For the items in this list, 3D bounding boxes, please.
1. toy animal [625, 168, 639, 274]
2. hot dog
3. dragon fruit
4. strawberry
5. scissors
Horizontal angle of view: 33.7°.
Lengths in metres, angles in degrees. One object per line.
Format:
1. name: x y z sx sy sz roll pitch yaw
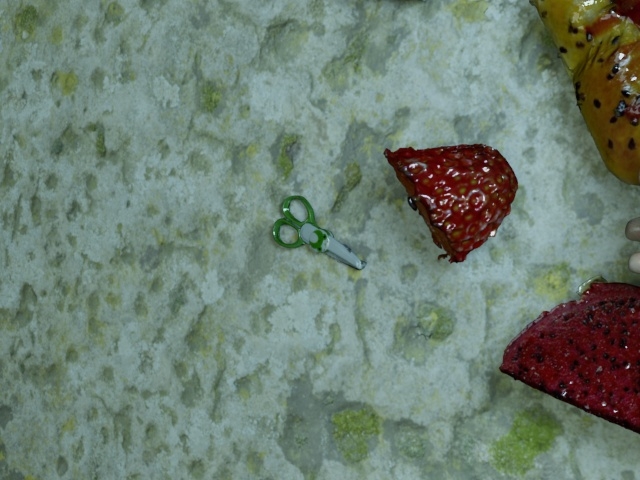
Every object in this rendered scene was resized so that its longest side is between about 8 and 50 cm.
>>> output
1. toy animal: 0.556 -0.006 1.441 0.269 0.326 0.237 5 59 13
2. hot dog: 0.520 -0.270 1.511 0.367 0.196 0.366 -24 84 33
3. dragon fruit: 0.464 0.177 1.606 0.317 0.152 0.205 22 86 43
4. strawberry: 0.221 -0.091 1.713 0.178 0.234 0.234 -33 74 2
5. scissors: 0.000 0.000 1.940 0.204 0.027 0.101 34 111 28
